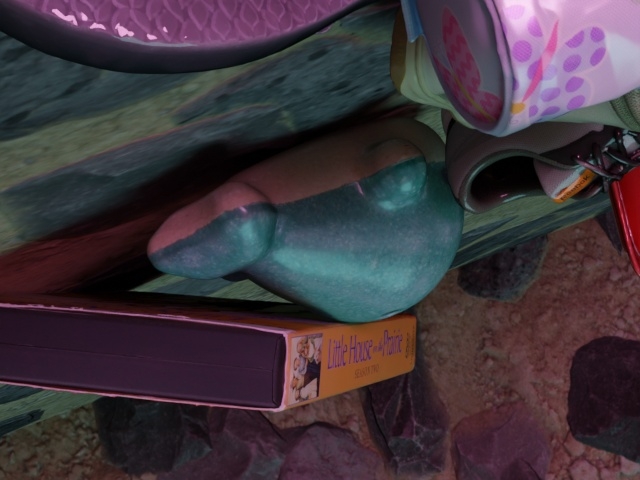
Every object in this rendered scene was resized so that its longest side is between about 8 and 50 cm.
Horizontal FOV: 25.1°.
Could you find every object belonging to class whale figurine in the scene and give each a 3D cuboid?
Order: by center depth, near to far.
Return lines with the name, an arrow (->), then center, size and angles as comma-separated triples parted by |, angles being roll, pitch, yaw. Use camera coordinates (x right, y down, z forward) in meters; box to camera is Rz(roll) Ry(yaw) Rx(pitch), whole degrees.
whale figurine -> 0.000, 0.000, 1.077 | 0.216, 0.141, 0.272 | -26, 173, 35

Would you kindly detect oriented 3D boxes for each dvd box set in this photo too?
dvd box set -> -0.110, 0.084, 1.222 | 0.307, 0.062, 0.420 | 4, 180, 17

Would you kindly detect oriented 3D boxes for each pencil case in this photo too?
pencil case -> 0.175, -0.143, 0.670 | 0.273, 0.124, 0.113 | -21, 129, -10

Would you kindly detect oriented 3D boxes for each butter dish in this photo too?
butter dish -> 0.314, -0.055, 1.214 | 0.118, 0.160, 0.160 | -17, 172, 32

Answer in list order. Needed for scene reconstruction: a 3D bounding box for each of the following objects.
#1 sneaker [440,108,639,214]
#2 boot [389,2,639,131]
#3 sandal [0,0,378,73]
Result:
sneaker -> 0.206, -0.080, 0.981 | 0.271, 0.108, 0.100 | -15, 142, 32
boot -> 0.154, -0.097, 0.829 | 0.165, 0.077, 0.213 | 9, -176, 28
sandal -> -0.016, -0.102, 0.462 | 0.254, 0.097, 0.054 | -16, 171, -40
